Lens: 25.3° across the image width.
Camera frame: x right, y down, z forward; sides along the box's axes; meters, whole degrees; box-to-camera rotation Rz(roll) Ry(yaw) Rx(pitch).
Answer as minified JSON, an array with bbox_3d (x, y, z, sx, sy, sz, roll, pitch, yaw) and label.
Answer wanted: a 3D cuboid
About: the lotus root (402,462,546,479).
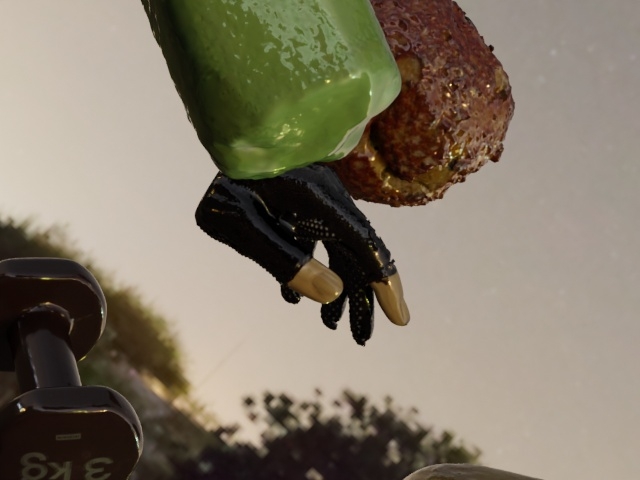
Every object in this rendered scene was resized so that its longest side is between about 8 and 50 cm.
[{"bbox_3d":[0.215,0.314,1.355,0.343,0.169,0.151,14,-40,7],"label":"lotus root"}]

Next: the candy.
[{"bbox_3d":[-0.065,-0.203,0.880,0.142,0.132,0.343,44,23,-78],"label":"candy"}]

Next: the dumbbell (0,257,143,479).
[{"bbox_3d":[-0.247,0.125,1.293,0.225,0.140,0.124,-114,-147,-49],"label":"dumbbell"}]

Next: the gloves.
[{"bbox_3d":[0.001,-0.002,1.095,0.181,0.106,0.129,32,-10,2],"label":"gloves"}]

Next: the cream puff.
[{"bbox_3d":[0.077,-0.140,1.457,0.240,0.240,0.164,49,12,-21],"label":"cream puff"}]
